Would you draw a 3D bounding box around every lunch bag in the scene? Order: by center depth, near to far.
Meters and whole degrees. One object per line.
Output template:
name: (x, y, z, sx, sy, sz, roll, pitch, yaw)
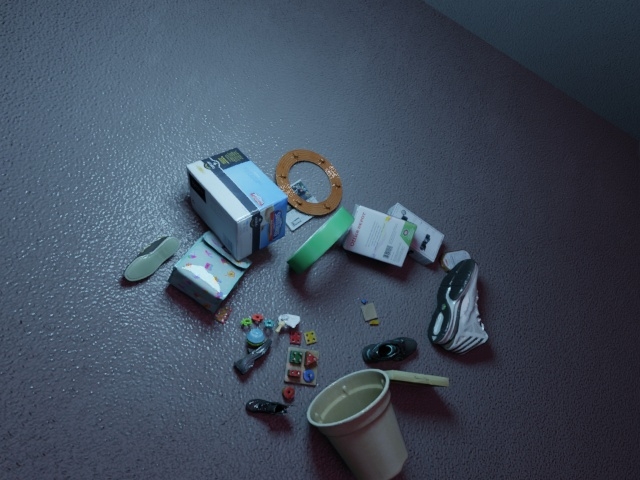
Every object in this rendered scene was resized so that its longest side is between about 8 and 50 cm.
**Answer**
lunch bag: (-0.404, 0.101, 1.660, 0.223, 0.160, 0.262, 37, 48, -3)

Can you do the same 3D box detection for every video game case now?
video game case: (-0.109, -0.158, 1.949, 0.190, 0.022, 0.173, -37, 89, -28)

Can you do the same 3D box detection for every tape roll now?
tape roll: (0.000, 0.000, 1.769, 0.077, 0.321, 0.321, 46, 61, -3)

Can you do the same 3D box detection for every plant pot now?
plant pot: (0.164, 0.704, 1.626, 0.334, 0.334, 0.305, -29, 97, -28)

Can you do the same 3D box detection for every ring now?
ring: (-0.044, -0.273, 1.989, 0.337, 0.032, 0.336, 12, 64, -25)

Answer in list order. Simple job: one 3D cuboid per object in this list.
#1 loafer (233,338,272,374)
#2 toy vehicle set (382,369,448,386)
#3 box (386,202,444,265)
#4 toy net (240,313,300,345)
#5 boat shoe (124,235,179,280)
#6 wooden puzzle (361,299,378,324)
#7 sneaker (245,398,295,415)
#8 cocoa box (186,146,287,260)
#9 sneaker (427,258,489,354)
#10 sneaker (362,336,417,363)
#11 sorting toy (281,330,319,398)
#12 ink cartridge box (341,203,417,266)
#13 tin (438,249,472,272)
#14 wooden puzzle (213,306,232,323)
loafer: (-0.254, 0.429, 1.663, 0.061, 0.062, 0.170, 45, 58, 4)
toy vehicle set: (0.373, 0.576, 1.817, 0.267, 0.166, 0.035, 13, 68, -19)
box: (0.434, -0.026, 2.096, 0.290, 0.087, 0.169, 32, 63, -9)
toy net: (-0.192, 0.334, 1.727, 0.232, 0.045, 0.122, -10, 36, -34)
boat shoe: (-0.631, 0.064, 1.626, 0.228, 0.069, 0.081, -41, 126, -27)
wooden puzzle: (0.215, 0.316, 1.928, 0.079, 0.014, 0.116, -3, 74, -28)
sneaker: (-0.183, 0.614, 1.611, 0.170, 0.089, 0.051, 14, 68, -19)
cocoa box: (-0.317, -0.147, 1.673, 0.228, 0.231, 0.347, -29, 59, -29)
sneaker: (0.686, 0.325, 2.063, 0.257, 0.169, 0.447, 34, 71, -19)
sneaker: (0.313, 0.471, 1.865, 0.267, 0.106, 0.101, -7, 74, -26)
sorting toy: (-0.068, 0.486, 1.730, 0.132, 0.046, 0.274, 14, 67, -18)
ink cartridge box: (0.255, -0.025, 1.940, 0.278, 0.117, 0.201, 18, 99, -9)
tin: (0.677, 0.101, 2.186, 0.190, 0.040, 0.106, -8, 71, -25)
wooden puzzle: (-0.380, 0.288, 1.687, 0.049, 0.006, 0.083, 33, 63, -10)
